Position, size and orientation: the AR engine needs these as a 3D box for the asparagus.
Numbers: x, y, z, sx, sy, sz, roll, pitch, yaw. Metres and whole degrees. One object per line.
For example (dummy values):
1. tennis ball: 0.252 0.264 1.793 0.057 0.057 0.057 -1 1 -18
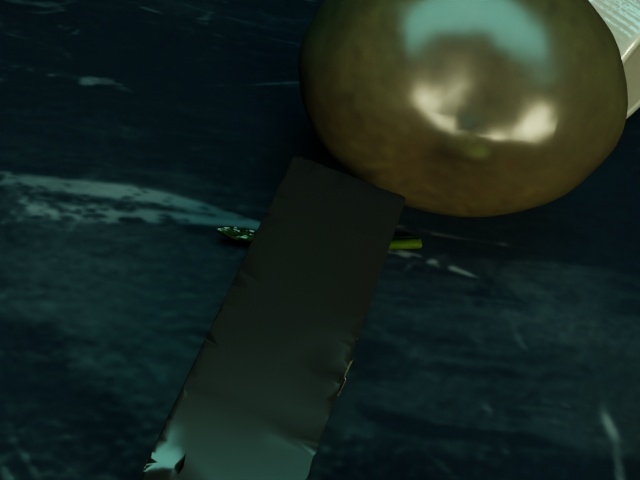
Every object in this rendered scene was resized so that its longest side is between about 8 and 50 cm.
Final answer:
1. asparagus: 0.000 0.000 0.701 0.163 0.016 0.016 2 73 -15

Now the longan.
1. longan: 0.114 -0.124 0.713 0.246 0.215 0.246 -9 42 9

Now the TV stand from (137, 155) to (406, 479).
1. TV stand: -0.025 0.070 0.568 0.088 0.082 0.269 22 48 0

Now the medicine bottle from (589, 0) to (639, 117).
1. medicine bottle: 0.207 -0.240 0.891 0.165 0.165 0.273 -27 61 -35
